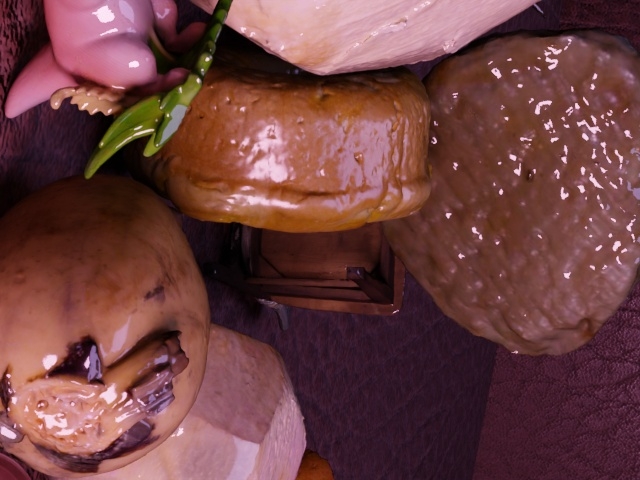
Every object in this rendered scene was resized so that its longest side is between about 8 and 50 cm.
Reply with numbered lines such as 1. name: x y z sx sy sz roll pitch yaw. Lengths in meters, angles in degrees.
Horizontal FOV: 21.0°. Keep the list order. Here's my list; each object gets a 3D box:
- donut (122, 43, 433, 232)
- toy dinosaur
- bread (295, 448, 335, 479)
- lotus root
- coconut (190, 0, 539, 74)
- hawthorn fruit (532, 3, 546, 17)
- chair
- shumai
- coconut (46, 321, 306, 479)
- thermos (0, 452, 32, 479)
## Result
1. donut: -0.022 -0.087 1.426 0.261 0.208 0.128 -8 113 -41
2. toy dinosaur: -0.162 -0.143 1.154 0.194 0.177 0.152 -52 -165 48
3. bread: -0.084 0.264 1.583 0.232 0.135 0.246 55 -47 54
4. lotus root: -0.158 0.041 1.222 0.310 0.183 0.182 -78 172 -62
5. coconut: 0.022 -0.290 1.312 0.346 0.360 0.346 51 20 -26
6. hawthorn fruit: 0.056 -0.293 1.597 0.258 0.262 0.258 -23 117 -56
7. chair: 0.000 0.000 1.742 0.319 0.186 0.160 39 51 -71
8. shumai: 0.219 -0.095 1.619 0.288 0.292 0.330 -38 162 -52
9. coconut: -0.125 0.170 1.377 0.237 0.197 0.237 15 90 -76
10. thermos: -0.228 0.239 1.203 0.232 0.124 0.099 92 19 -55
